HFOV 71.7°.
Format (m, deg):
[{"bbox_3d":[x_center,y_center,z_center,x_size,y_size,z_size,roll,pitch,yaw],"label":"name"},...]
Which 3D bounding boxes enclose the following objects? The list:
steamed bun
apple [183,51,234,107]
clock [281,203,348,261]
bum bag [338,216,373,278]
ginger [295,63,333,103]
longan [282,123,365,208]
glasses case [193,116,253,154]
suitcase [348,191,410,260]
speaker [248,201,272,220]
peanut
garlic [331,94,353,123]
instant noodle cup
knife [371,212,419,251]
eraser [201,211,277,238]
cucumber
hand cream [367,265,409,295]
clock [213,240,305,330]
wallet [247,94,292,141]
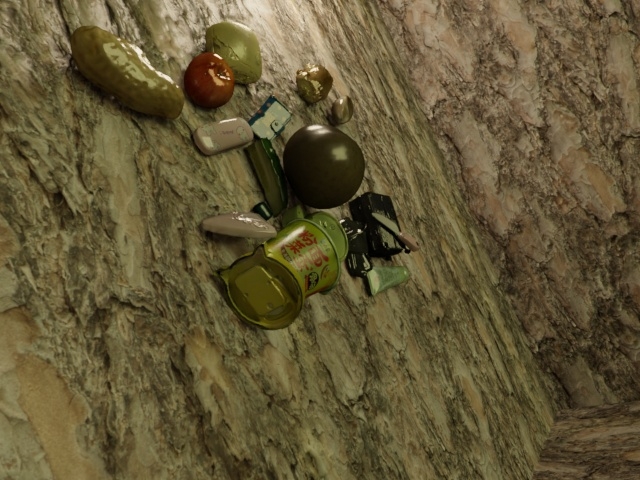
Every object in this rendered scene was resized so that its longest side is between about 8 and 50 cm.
[{"bbox_3d":[-0.356,-0.820,1.934,0.273,0.166,0.231,8,62,-47],"label":"steamed bun"},{"bbox_3d":[-0.430,-0.628,1.739,0.210,0.164,0.209,26,53,-41],"label":"apple"},{"bbox_3d":[0.000,0.000,1.909,0.349,0.117,0.285,4,66,-48],"label":"clock"},{"bbox_3d":[0.177,0.026,2.109,0.142,0.079,0.325,-4,67,-15],"label":"bum bag"},{"bbox_3d":[-0.042,-0.846,2.349,0.222,0.130,0.275,15,52,-34],"label":"ginger"},{"bbox_3d":[0.012,-0.302,1.826,0.361,0.361,0.360,27,51,-38],"label":"longan"},{"bbox_3d":[-0.377,-0.415,1.748,0.297,0.075,0.113,-37,100,-51],"label":"glasses case"},{"bbox_3d":[0.301,-0.073,2.271,0.230,0.152,0.334,5,65,-49],"label":"suitcase"},{"bbox_3d":[-0.238,-0.104,1.741,0.075,0.060,0.094,54,39,-10],"label":"speaker"},{"bbox_3d":[-0.626,-0.545,1.465,0.387,0.170,0.192,36,41,-36],"label":"peanut"},{"bbox_3d":[0.128,-0.740,2.495,0.318,0.112,0.143,-49,130,-57],"label":"garlic"},{"bbox_3d":[-0.106,0.099,1.610,0.222,0.311,0.311,-30,93,-42],"label":"instant noodle cup"},{"bbox_3d":[0.377,-0.055,2.200,0.336,0.043,0.081,38,37,-24],"label":"knife"},{"bbox_3d":[-0.299,-0.063,1.570,0.244,0.204,0.059,0,111,-30],"label":"eraser"},{"bbox_3d":[-0.195,-0.265,1.833,0.105,0.145,0.325,-19,88,-45],"label":"cucumber"},{"bbox_3d":[0.333,0.184,2.211,0.306,0.093,0.146,-3,77,-48],"label":"hand cream"},{"bbox_3d":[-0.186,0.159,1.474,0.293,0.277,0.071,62,25,-11],"label":"clock"},{"bbox_3d":[-0.222,-0.519,1.933,0.141,0.059,0.202,42,68,-20],"label":"wallet"}]
